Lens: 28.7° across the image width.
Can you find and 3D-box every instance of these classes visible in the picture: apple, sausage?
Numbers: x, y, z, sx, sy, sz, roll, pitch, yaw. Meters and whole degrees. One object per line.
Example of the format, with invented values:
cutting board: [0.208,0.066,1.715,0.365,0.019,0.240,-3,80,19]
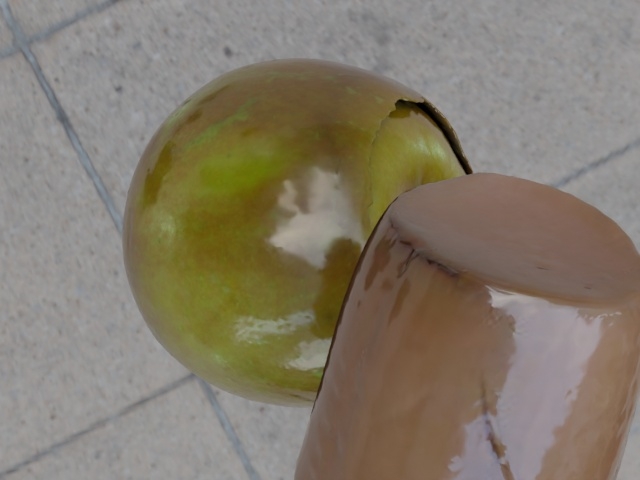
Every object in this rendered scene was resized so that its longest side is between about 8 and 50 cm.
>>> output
apple: [0.000,0.000,0.764,0.236,0.207,0.237,-6,98,-43]
sausage: [0.044,0.129,0.509,0.121,0.121,0.304,2,114,-24]
